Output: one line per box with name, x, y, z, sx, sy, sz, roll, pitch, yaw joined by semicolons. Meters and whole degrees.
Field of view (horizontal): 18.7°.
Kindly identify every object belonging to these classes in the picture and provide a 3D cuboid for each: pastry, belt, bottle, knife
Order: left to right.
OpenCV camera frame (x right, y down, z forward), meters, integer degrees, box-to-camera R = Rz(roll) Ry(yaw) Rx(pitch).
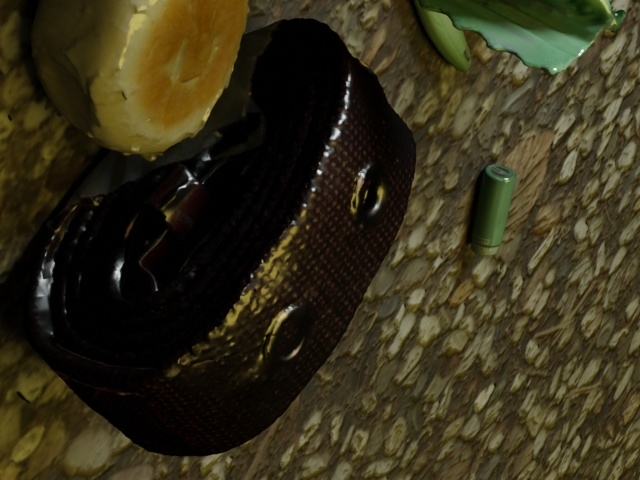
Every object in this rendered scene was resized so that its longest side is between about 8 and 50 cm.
pastry;-0.107;-0.131;1.193;0.166;0.088;0.166;-40;147;-34
belt;-0.056;0.002;1.280;0.289;0.184;0.164;-55;142;-14
knife;0.075;-0.210;1.494;0.043;0.020;0.293;-56;149;-10
bottle;0.156;-0.027;1.759;0.030;0.030;0.083;-28;136;-47

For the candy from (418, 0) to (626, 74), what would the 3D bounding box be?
candy;0.098;-0.335;1.184;0.172;0.263;0.398;-38;143;-49
